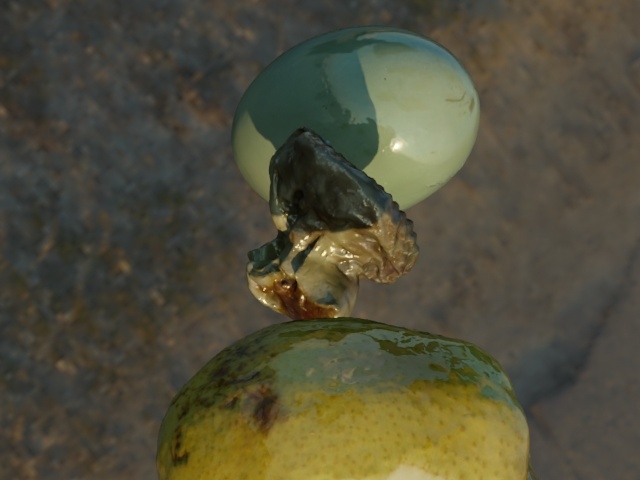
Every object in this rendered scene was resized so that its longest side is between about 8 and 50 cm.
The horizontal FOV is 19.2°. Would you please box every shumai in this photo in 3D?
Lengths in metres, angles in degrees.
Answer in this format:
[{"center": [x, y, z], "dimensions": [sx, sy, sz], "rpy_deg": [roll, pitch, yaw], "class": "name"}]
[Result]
[{"center": [0.000, 0.000, 1.691], "dimensions": [0.161, 0.153, 0.209], "rpy_deg": [35, -6, 4], "class": "shumai"}]

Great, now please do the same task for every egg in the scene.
[{"center": [0.035, -0.118, 1.963], "dimensions": [0.203, 0.282, 0.203], "rpy_deg": [21, 65, -54], "class": "egg"}]

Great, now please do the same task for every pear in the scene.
[{"center": [0.024, 0.173, 1.249], "dimensions": [0.271, 0.271, 0.271], "rpy_deg": [35, 34, -28], "class": "pear"}]
